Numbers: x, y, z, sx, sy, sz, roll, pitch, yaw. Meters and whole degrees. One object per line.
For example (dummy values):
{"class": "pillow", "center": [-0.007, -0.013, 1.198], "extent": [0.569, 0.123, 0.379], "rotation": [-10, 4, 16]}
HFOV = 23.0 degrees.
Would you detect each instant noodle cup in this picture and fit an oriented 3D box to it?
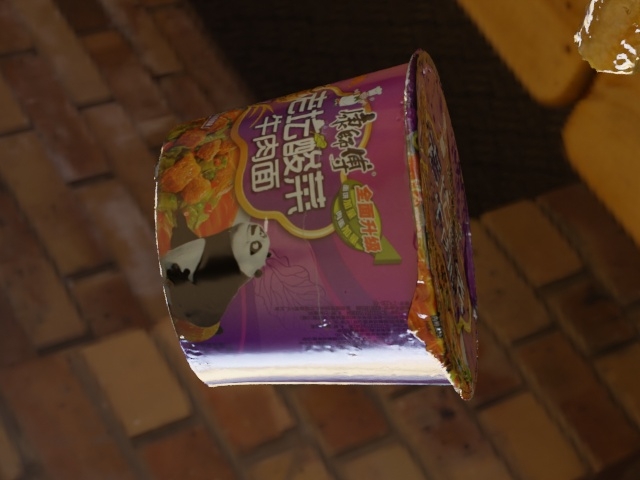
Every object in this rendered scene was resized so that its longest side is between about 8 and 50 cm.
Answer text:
{"class": "instant noodle cup", "center": [0.000, 0.000, 1.128], "extent": [0.190, 0.251, 0.251], "rotation": [-8, 101, 12]}

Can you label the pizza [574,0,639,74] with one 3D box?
{"class": "pizza", "center": [0.233, -0.261, 0.966], "extent": [0.226, 0.086, 0.335], "rotation": [-90, 22, -80]}
